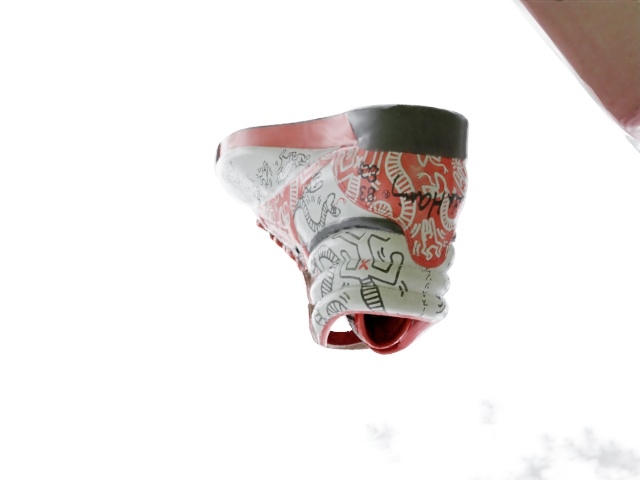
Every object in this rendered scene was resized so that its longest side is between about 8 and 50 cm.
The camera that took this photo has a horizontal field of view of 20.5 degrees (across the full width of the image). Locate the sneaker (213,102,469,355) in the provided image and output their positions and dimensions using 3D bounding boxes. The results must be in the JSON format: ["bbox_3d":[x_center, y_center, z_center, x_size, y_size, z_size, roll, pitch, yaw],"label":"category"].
[{"bbox_3d":[-0.001,0.000,1.146,0.090,0.270,0.145,9,-98,-29],"label":"sneaker"}]

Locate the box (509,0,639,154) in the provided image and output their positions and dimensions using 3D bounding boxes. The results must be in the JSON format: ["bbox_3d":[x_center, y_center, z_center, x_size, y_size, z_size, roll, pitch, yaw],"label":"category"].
[{"bbox_3d":[0.155,-0.147,0.561,0.232,0.127,0.148,-41,-112,12],"label":"box"}]
